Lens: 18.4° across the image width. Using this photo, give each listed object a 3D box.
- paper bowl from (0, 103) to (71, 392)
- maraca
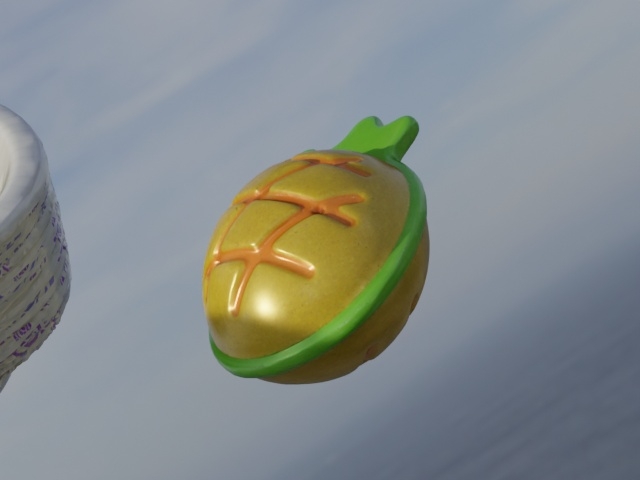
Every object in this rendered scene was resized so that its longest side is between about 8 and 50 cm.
[{"bbox_3d":[-0.288,0.034,1.164,0.284,0.148,0.284,-6,29,4],"label":"paper bowl"},{"bbox_3d":[0.000,0.000,0.977,0.127,0.099,0.185,-24,29,23],"label":"maraca"}]
